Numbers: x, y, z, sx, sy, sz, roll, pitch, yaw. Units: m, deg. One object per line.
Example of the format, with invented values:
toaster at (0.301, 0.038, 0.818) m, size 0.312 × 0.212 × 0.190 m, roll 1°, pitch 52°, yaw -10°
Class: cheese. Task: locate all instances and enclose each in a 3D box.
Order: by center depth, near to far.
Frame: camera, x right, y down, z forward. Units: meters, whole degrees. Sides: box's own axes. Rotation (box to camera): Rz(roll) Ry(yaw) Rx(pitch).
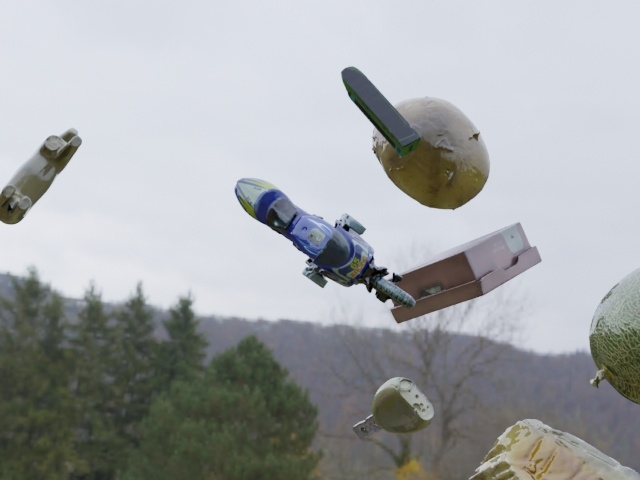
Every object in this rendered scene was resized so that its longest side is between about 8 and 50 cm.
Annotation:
cheese at (0.110, 0.294, 1.552) m, size 0.037 × 0.097 × 0.192 m, roll -38°, pitch -5°, yaw -40°

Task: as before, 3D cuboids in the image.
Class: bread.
bread at (0.466, 0.479, 1.631) m, size 0.388 × 0.236 × 0.183 m, roll 42°, pitch -32°, yaw 29°

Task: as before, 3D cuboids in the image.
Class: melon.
melon at (0.339, 0.087, 0.894) m, size 0.192 × 0.139 × 0.139 m, roll -31°, pitch -13°, yaw -2°

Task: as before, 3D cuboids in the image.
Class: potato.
potato at (0.256, -0.220, 2.113) m, size 0.239 × 0.299 × 0.116 m, roll -36°, pitch -16°, yaw -10°

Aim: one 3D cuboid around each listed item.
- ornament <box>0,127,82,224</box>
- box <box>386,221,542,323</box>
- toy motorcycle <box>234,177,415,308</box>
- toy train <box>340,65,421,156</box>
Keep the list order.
ornament at (-0.483, -0.123, 1.612) m, size 0.061 × 0.230 × 0.245 m, roll 40°, pitch -24°, yaw -16°
box at (0.257, 0.057, 1.699) m, size 0.215 × 0.086 × 0.215 m, roll -24°, pitch 0°, yaw 45°
toy motorcycle at (0.000, 0.000, 1.331) m, size 0.315 × 0.113 × 0.169 m, roll 34°, pitch -1°, yaw 36°
toy train at (0.108, -0.247, 1.774) m, size 0.044 × 0.209 × 0.042 m, roll -29°, pitch -23°, yaw -21°
